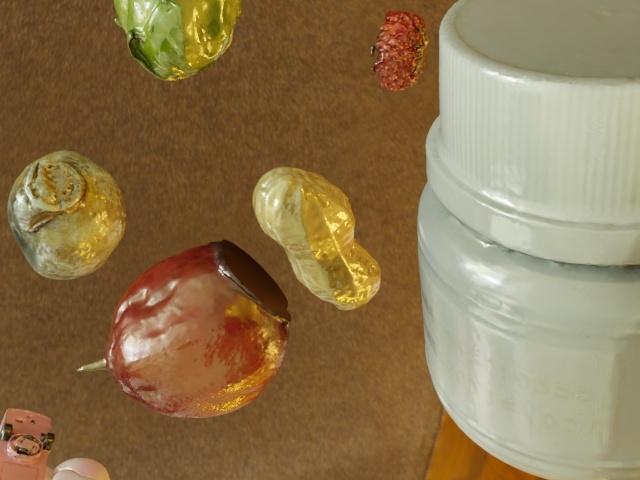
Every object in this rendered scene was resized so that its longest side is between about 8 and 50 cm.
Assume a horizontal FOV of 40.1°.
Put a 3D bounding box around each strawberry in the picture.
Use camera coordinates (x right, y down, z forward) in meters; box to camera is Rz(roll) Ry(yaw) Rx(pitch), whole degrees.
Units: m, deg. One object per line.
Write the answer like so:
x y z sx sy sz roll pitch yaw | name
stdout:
0.142 -0.330 1.533 0.086 0.145 0.145 16 118 10 | strawberry

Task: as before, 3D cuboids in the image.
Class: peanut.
0.000 0.000 1.302 0.130 0.130 0.290 -27 131 4 | peanut

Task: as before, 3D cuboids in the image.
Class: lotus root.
-0.383 -0.029 1.327 0.175 0.349 0.175 4 76 -18 | lotus root

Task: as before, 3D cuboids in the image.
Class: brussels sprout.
-0.253 -0.431 1.541 0.227 0.259 0.294 17 98 -34 | brussels sprout

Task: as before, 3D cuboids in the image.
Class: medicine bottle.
0.189 -0.011 0.608 0.245 0.245 0.306 -13 125 -5 | medicine bottle

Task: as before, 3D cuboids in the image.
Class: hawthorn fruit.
-0.153 0.108 0.982 0.251 0.189 0.189 -20 122 -8 | hawthorn fruit

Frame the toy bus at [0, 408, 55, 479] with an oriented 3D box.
-0.334 0.273 0.946 0.063 0.203 0.090 19 114 -20 | toy bus

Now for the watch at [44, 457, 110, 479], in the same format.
-0.425 0.441 1.291 0.248 0.211 0.217 11 123 13 | watch
